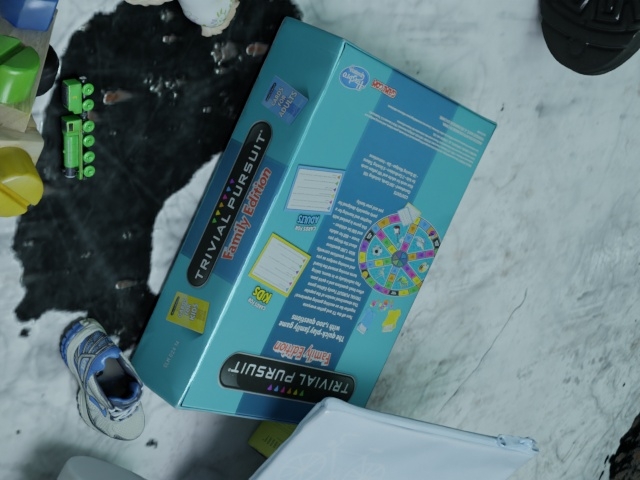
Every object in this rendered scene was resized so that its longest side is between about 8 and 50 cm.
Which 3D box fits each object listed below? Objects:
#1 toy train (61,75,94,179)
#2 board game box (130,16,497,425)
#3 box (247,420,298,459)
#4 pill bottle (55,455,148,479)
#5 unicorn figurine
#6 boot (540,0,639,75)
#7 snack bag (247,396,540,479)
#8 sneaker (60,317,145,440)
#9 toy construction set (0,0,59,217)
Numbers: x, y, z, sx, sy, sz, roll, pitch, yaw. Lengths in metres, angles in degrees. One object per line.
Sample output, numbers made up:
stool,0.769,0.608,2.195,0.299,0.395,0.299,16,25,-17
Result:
toy train,-0.183,-0.083,0.957,0.023,0.017,0.083,-13,122,-31
board game box,0.000,0.000,1.156,0.254,0.079,0.336,19,98,-50
box,0.018,0.252,1.321,0.058,0.087,0.232,-52,139,-12
pill bottle,-0.223,0.338,1.044,0.169,0.169,0.301,28,91,-51
unicorn figurine,-0.098,-0.203,0.943,0.111,0.060,0.162,-56,141,-7
boot,0.388,-0.313,1.351,0.260,0.131,0.348,16,99,-50
snack bag,0.006,0.275,1.236,0.323,0.037,0.342,18,122,-41
sneaker,-0.173,0.129,1.061,0.052,0.058,0.135,-41,138,-23
toy construction set,-0.213,-0.085,0.686,0.309,0.237,0.257,-43,137,13
